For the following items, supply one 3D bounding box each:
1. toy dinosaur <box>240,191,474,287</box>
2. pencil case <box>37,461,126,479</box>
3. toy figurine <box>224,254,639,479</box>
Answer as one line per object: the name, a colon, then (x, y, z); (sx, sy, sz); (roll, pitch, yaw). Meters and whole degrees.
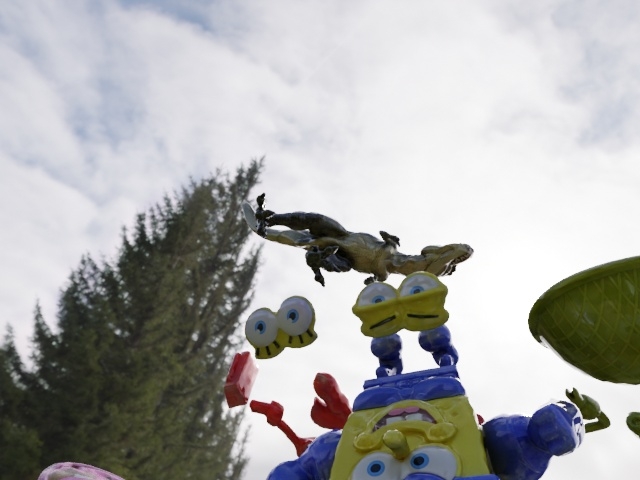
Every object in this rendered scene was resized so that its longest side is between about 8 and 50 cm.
toy dinosaur: (0.000, 0.000, 0.545); (0.268, 0.063, 0.118); (16, 5, 28)
pencil case: (-0.382, 0.502, 0.778); (0.167, 0.385, 0.160); (24, -7, -11)
toy figurine: (0.096, 0.152, 0.363); (0.363, 0.217, 0.191); (-12, -64, 16)
